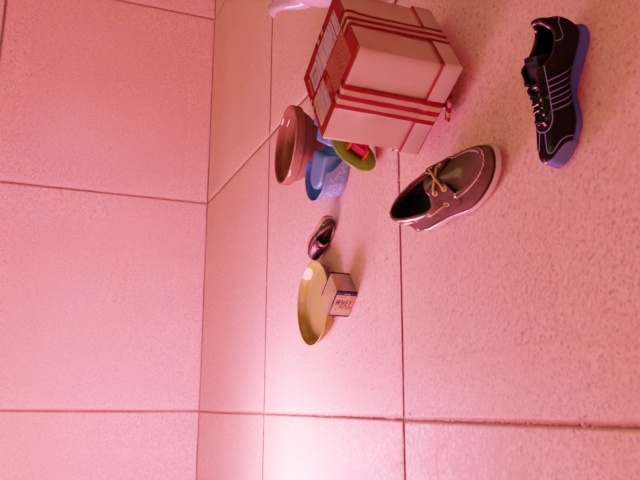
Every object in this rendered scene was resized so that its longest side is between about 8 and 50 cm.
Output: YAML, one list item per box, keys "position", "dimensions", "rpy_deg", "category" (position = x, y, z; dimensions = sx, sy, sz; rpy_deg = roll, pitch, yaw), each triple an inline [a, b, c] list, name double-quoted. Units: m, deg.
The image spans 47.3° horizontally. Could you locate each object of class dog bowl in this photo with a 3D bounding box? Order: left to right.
- position: [0.030, -0.251, 2.012]
  dimensions: [0.166, 0.074, 0.297]
  rpy_deg: [-139, 57, -65]
  category: "dog bowl"

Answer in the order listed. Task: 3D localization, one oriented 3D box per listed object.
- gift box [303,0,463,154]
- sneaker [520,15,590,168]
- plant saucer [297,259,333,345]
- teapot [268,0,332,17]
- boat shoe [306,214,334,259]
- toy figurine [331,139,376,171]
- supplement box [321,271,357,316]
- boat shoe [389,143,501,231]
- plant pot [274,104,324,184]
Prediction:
- position: [0.125, -0.337, 1.530]
  dimensions: [0.276, 0.258, 0.255]
  rpy_deg: [117, 151, -45]
  category: "gift box"
- position: [0.355, -0.232, 1.144]
  dimensions: [0.081, 0.090, 0.232]
  rpy_deg: [-174, 89, -69]
  category: "sneaker"
- position: [-0.009, 0.177, 2.061]
  dimensions: [0.241, 0.037, 0.241]
  rpy_deg: [-174, 90, -69]
  category: "plant saucer"
- position: [-0.035, -0.720, 1.837]
  dimensions: [0.252, 0.187, 0.256]
  rpy_deg: [146, 129, -74]
  category: "teapot"
- position: [0.000, 0.000, 2.054]
  dimensions: [0.049, 0.056, 0.152]
  rpy_deg: [-104, 28, -51]
  category: "boat shoe"
- position: [0.127, -0.278, 1.766]
  dimensions: [0.159, 0.130, 0.173]
  rpy_deg: [-48, 15, 37]
  category: "toy figurine"
- position: [0.048, 0.140, 1.894]
  dimensions: [0.083, 0.056, 0.083]
  rpy_deg: [-112, 34, -50]
  category: "supplement box"
- position: [0.237, -0.098, 1.416]
  dimensions: [0.305, 0.091, 0.109]
  rpy_deg: [136, 135, -60]
  category: "boat shoe"
- position: [-0.056, -0.279, 2.180]
  dimensions: [0.237, 0.109, 0.237]
  rpy_deg: [-174, 90, -73]
  category: "plant pot"
